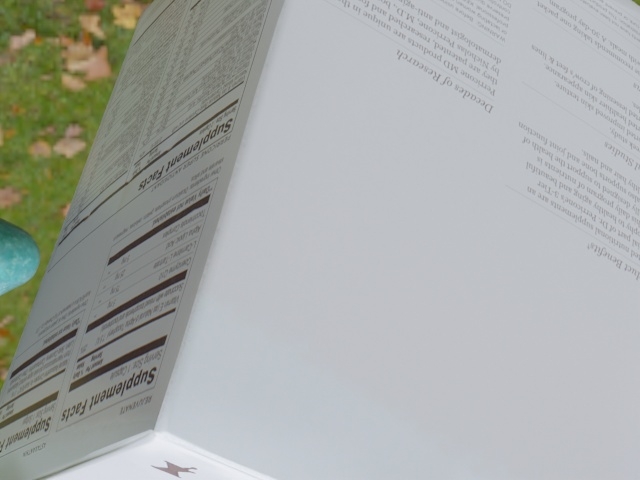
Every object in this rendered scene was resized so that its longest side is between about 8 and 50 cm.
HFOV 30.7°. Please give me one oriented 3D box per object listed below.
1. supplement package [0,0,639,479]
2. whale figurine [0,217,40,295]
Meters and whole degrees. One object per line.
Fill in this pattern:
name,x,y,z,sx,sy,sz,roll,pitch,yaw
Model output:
supplement package,0.009,0.011,0.496,0.199,0.262,0.198,27,150,-24
whale figurine,-0.260,-0.049,0.580,0.272,0.216,0.141,49,161,-17
